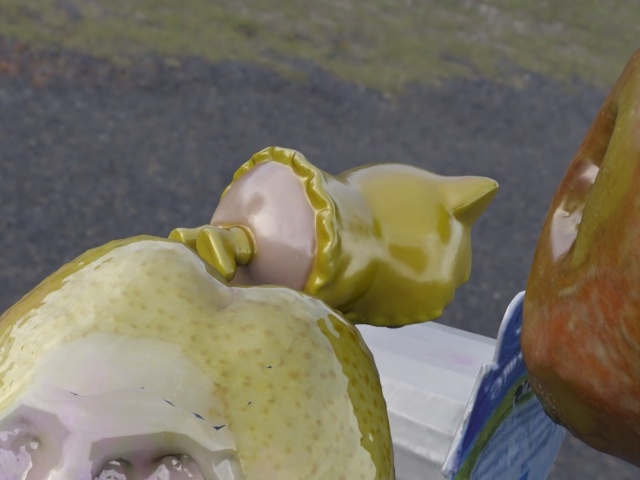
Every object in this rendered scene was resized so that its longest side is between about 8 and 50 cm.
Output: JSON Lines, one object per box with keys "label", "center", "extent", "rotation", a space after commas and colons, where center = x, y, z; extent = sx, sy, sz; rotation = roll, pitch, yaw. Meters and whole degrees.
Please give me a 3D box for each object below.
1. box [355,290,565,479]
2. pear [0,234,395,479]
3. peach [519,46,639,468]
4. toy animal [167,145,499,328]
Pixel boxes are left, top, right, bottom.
{"label": "box", "center": [0.077, 0.149, 1.509], "extent": [0.206, 0.291, 0.262], "rotation": [17, 38, 27]}
{"label": "pear", "center": [-0.056, 0.084, 0.595], "extent": [0.178, 0.178, 0.178], "rotation": [15, 20, -5]}
{"label": "peach", "center": [0.197, 0.010, 0.781], "extent": [0.214, 0.235, 0.214], "rotation": [38, 16, -13]}
{"label": "toy animal", "center": [0.004, 0.000, 1.209], "extent": [0.230, 0.156, 0.156], "rotation": [-8, 30, -38]}
